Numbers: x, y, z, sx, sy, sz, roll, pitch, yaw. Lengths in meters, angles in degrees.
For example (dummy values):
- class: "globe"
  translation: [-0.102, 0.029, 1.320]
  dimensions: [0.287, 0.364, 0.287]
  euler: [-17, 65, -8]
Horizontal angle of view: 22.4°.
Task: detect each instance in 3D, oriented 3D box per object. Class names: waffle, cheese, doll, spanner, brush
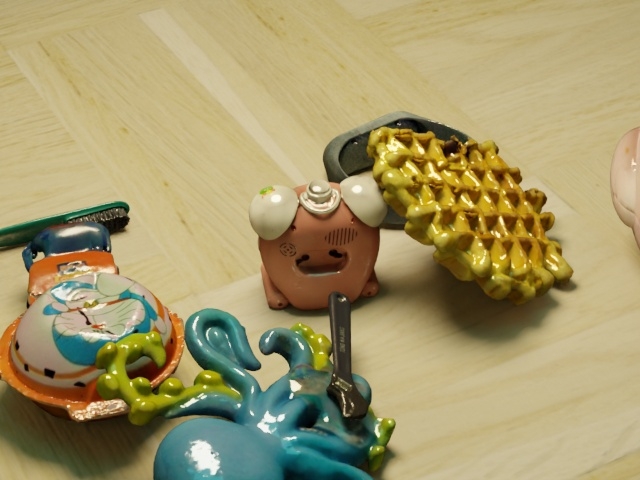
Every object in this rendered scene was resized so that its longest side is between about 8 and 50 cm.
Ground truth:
- class: "waffle"
  translation: [0.177, -0.043, 1.943]
  dimensions: [0.309, 0.065, 0.283]
  euler: [39, 31, -15]
- class: "cheese"
  translation: [-0.268, 0.092, 1.833]
  dimensions: [0.217, 0.129, 0.329]
  euler: [-9, 38, -11]
- class: "doll"
  translation: [-0.066, 0.217, 1.688]
  dimensions: [0.341, 0.099, 0.346]
  euler: [-22, 59, -44]
- class: "spanner"
  translation: [0.027, 0.125, 1.774]
  dimensions: [0.046, 0.012, 0.208]
  euler: [20, 33, -16]
- class: "brush"
  translation: [-0.332, -0.012, 2.043]
  dimensions: [0.193, 0.043, 0.032]
  euler: [-15, 56, -15]

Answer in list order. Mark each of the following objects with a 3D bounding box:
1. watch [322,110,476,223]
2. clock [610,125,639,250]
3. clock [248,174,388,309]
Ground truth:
- class: "watch"
  translation: [0.109, -0.091, 2.112]
  dimensions: [0.206, 0.068, 0.193]
  euler: [-22, 41, -27]
- class: "clock"
  translation: [0.525, -0.050, 1.893]
  dimensions: [0.368, 0.250, 0.376]
  euler: [5, 38, 9]
- class: "clock"
  translation: [0.000, 0.000, 1.918]
  dimensions: [0.166, 0.162, 0.093]
  euler: [-7, 41, -6]
